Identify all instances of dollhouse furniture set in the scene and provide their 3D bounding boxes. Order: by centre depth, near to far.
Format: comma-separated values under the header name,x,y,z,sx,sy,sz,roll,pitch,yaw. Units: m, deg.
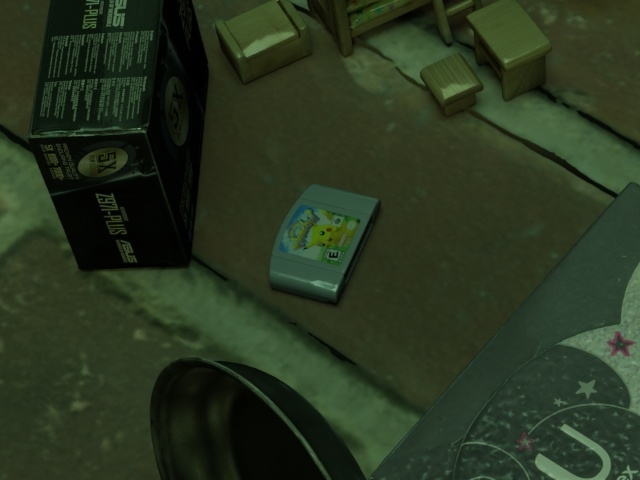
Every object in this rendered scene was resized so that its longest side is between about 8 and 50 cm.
name,x,y,z,sx,sy,sz,roll,pitch,yaw
dollhouse furniture set,0.038,-0.150,1.306,0.182,0.101,0.161,-26,55,-10

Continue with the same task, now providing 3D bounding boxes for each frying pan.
name,x,y,z,sx,sy,sz,roll,pitch,yaw
frying pan,0.015,0.186,1.017,0.053,0.197,0.326,-28,55,-31

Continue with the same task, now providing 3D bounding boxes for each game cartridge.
name,x,y,z,sx,sy,sz,roll,pitch,yaw
game cartridge,0.000,0.000,1.258,0.056,0.017,0.083,12,57,21

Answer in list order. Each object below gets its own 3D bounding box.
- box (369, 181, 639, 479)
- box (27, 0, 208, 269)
name,x,y,z,sx,sy,sz,roll,pitch,yaw
box,0.167,0.119,1.068,0.163,0.142,0.247,32,65,27
box,-0.128,-0.094,1.262,0.078,0.147,0.180,-2,54,7
